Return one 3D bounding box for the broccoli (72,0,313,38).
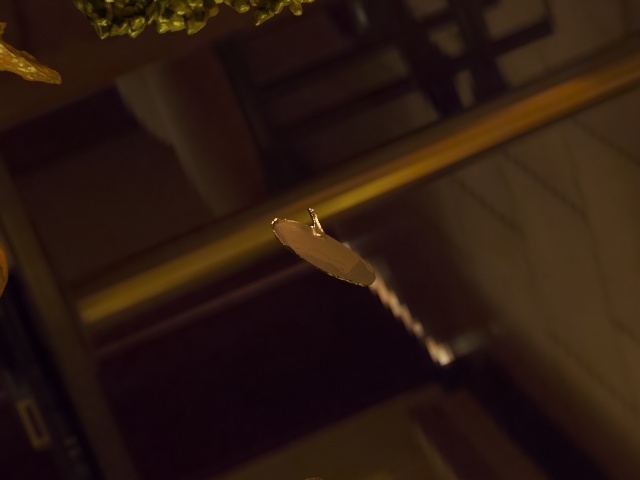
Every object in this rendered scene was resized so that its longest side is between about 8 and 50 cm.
[{"bbox_3d":[-0.070,-0.265,1.587,0.245,0.288,0.248,71,-178,-68],"label":"broccoli"}]

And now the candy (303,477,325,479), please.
[{"bbox_3d":[0.015,0.251,1.647,0.110,0.095,0.085,-12,70,53],"label":"candy"}]

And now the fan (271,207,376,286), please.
[{"bbox_3d":[0.000,0.000,1.819,0.113,0.005,0.175,25,-164,-14],"label":"fan"}]

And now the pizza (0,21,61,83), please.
[{"bbox_3d":[-0.280,-0.140,1.148,0.181,0.262,0.034,-31,48,49],"label":"pizza"}]

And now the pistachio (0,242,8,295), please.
[{"bbox_3d":[-0.336,0.053,1.451,0.131,0.206,0.129,19,135,35],"label":"pistachio"}]
